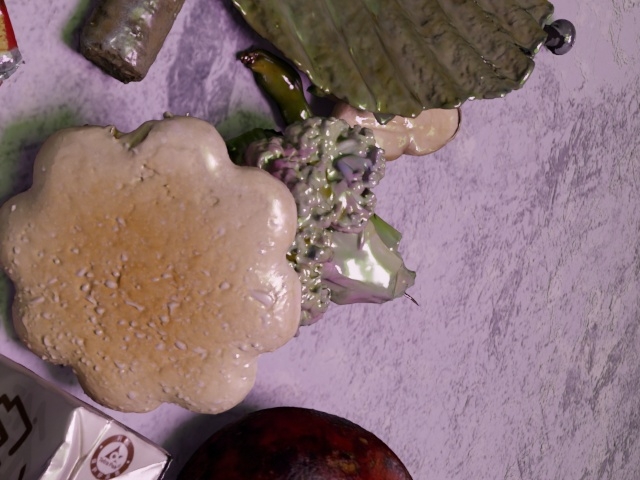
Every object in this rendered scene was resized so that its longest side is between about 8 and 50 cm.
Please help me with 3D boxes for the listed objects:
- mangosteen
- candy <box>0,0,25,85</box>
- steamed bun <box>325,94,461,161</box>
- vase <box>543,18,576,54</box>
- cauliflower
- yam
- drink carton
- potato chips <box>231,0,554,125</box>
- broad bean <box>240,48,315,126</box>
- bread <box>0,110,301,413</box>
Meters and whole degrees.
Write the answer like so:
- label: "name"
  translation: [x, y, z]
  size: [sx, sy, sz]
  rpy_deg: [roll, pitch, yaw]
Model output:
- label: "mangosteen"
  translation: [-0.037, 0.334, 1.033]
  size: [0.305, 0.359, 0.306]
  rpy_deg: [-2, 104, -8]
- label: "candy"
  translation: [-0.319, -0.220, 0.754]
  size: [0.086, 0.059, 0.292]
  rpy_deg: [-24, 114, -37]
- label: "steamed bun"
  translation: [0.073, -0.181, 1.107]
  size: [0.192, 0.106, 0.178]
  rpy_deg: [-29, 101, -26]
- label: "vase"
  translation: [0.324, -0.316, 1.348]
  size: [0.167, 0.059, 0.059]
  rpy_deg: [-8, 105, -43]
- label: "cauliflower"
  translation: [0.000, 0.000, 0.967]
  size: [0.315, 0.239, 0.257]
  rpy_deg: [29, 83, -16]
- label: "yam"
  translation: [-0.173, -0.247, 0.877]
  size: [0.078, 0.078, 0.179]
  rpy_deg: [32, 77, -43]
- label: "drink carton"
  translation: [-0.307, 0.282, 0.784]
  size: [0.132, 0.194, 0.325]
  rpy_deg: [46, 67, -42]
- label: "potato chips"
  translation: [0.092, -0.317, 1.024]
  size: [0.389, 0.097, 0.373]
  rpy_deg: [42, 64, -7]
- label: "broad bean"
  translation: [-0.020, -0.124, 1.066]
  size: [0.052, 0.052, 0.256]
  rpy_deg: [-37, 122, -16]
- label: "bread"
  translation: [-0.165, 0.031, 0.824]
  size: [0.054, 0.315, 0.316]
  rpy_deg: [-67, 153, -70]
